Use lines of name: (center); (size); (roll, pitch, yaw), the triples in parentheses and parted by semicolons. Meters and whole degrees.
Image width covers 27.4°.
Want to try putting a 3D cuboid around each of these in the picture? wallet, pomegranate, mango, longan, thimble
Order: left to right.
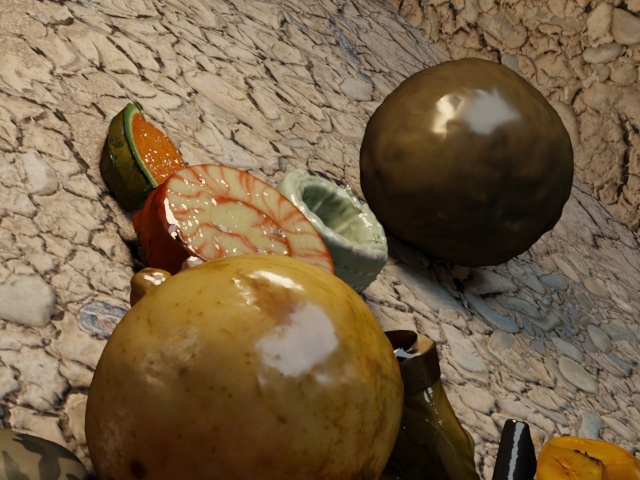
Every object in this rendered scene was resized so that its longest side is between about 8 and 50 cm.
pomegranate: (-0.106, 0.176, 1.569); (0.410, 0.410, 0.410); (30, 26, -16)
thimble: (0.000, 0.000, 2.249); (0.237, 0.150, 0.237); (30, 28, -18)
longan: (0.285, -0.161, 2.592); (0.436, 0.404, 0.404); (27, 27, -29)
wallet: (0.231, 0.362, 1.649); (0.149, 0.044, 0.250); (66, 34, -53)
mango: (0.477, 0.412, 2.186); (0.257, 0.138, 0.187); (19, 12, -41)

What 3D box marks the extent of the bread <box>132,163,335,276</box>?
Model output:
bread: (-0.128, 0.027, 2.023); (0.295, 0.114, 0.327); (-1, 48, -40)

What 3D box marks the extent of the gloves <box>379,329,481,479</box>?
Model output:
gloves: (0.130, 0.283, 1.732); (0.141, 0.154, 0.331); (-151, -135, -80)

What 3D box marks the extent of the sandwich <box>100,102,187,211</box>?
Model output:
sandwich: (-0.301, -0.133, 2.183); (0.159, 0.079, 0.235); (23, 30, -50)

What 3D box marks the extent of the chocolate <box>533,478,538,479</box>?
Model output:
chocolate: (0.347, 0.429, 2.046); (0.148, 0.080, 0.125); (46, 27, 22)

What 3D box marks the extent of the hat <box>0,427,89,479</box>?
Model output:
hat: (-0.399, 0.216, 1.313); (0.382, 0.257, 0.366); (-5, 47, -29)
